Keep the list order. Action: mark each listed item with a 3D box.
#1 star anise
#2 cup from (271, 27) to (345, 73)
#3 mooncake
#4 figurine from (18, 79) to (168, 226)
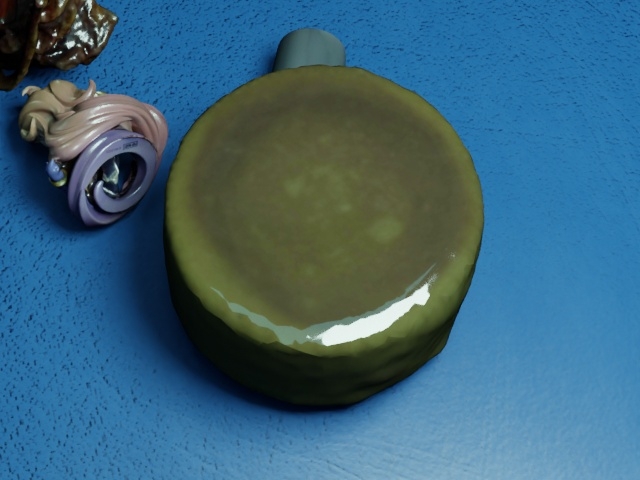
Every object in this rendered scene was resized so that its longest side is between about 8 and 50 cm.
[{"bbox_3d":[-0.300,-0.206,1.395,0.190,0.220,0.125,21,94,15],"label":"star anise"},{"bbox_3d":[-0.023,-0.153,1.460,0.100,0.078,0.077,-11,52,24],"label":"cup"},{"bbox_3d":[0.000,0.000,1.325,0.284,0.155,0.284,2,63,-5],"label":"mooncake"},{"bbox_3d":[-0.214,-0.100,1.385,0.126,0.114,0.157,-21,63,-33],"label":"figurine"}]
